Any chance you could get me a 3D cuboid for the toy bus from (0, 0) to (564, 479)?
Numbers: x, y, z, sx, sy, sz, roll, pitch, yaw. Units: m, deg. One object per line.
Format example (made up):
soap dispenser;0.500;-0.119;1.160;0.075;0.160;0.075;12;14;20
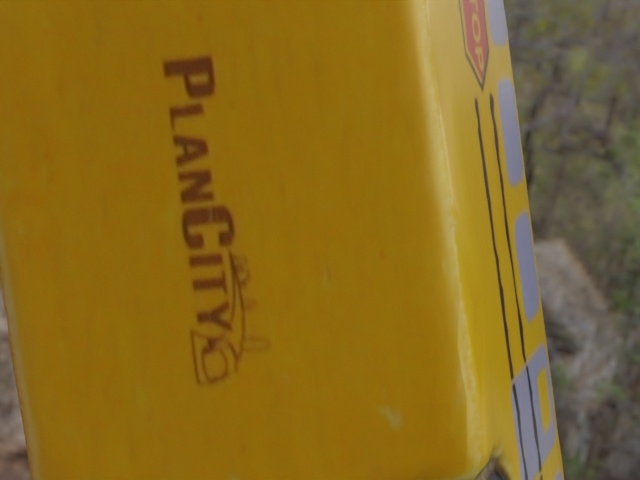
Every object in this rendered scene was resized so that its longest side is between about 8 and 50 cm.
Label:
toy bus;-0.006;0.010;0.445;0.108;0.333;0.130;-6;6;16
